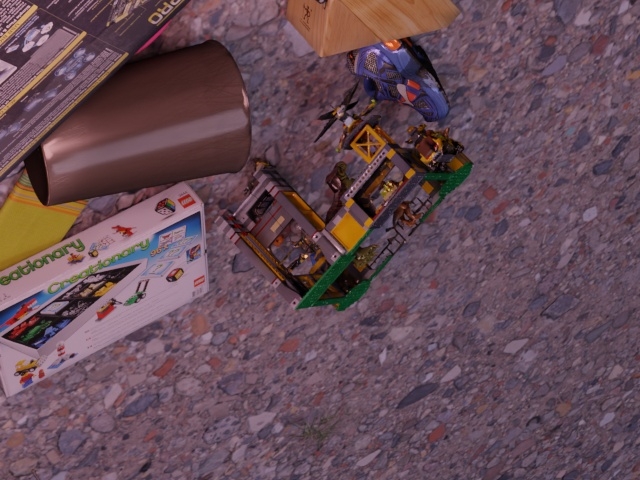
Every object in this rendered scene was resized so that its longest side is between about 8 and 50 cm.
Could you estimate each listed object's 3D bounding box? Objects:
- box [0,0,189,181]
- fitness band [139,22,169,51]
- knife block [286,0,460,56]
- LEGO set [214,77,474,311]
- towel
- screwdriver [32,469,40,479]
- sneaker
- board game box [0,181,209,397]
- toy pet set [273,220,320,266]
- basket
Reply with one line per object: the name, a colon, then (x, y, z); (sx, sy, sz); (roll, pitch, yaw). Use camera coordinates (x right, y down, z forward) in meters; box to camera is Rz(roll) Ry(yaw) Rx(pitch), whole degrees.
box: (-0.289, -0.211, 1.396); (0.395, 0.097, 0.318); (-42, 161, 10)
fitness band: (-0.275, -0.258, 1.552); (0.291, 0.054, 0.209); (-15, 139, -29)
knife block: (0.051, -0.342, 1.721); (0.275, 0.088, 0.242); (-16, 140, -28)
LEGO set: (0.020, -0.066, 1.948); (0.331, 0.192, 0.255); (-52, 161, 27)
towel: (-0.349, -0.022, 1.785); (0.102, 0.021, 0.237); (16, 120, -44)
screwdriver: (-0.397, 0.382, 2.203); (0.025, 0.024, 0.170); (-54, 149, -34)
sneaker: (0.100, -0.214, 1.936); (0.087, 0.083, 0.221); (-28, 146, 15)
board game box: (-0.284, 0.063, 1.884); (0.305, 0.053, 0.193); (-28, 148, -21)
toy pet set: (0.000, 0.000, 2.084); (0.122, 0.065, 0.114); (-29, 144, -13)
basket: (-0.216, -0.125, 1.670); (0.227, 0.154, 0.204); (-15, 179, -20)
